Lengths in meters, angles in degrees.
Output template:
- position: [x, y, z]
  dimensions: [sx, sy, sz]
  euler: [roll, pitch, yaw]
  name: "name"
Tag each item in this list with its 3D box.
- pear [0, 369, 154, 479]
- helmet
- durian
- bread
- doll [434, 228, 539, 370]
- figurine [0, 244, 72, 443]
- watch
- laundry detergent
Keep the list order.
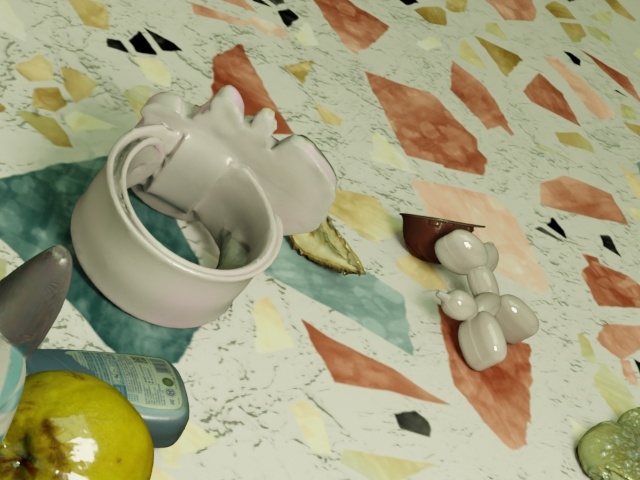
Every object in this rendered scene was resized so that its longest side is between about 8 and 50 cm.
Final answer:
- position: [-0.216, 0.183, 1.260]
  dimensions: [0.149, 0.149, 0.162]
  euler: [53, 16, 25]
  name: "pear"
- position: [0.148, 0.001, 1.879]
  dimensions: [0.111, 0.057, 0.089]
  euler: [9, -3, -28]
  name: "helmet"
- position: [0.007, -0.005, 1.765]
  dimensions: [0.130, 0.066, 0.052]
  euler: [51, 37, 9]
  name: "durian"
- position: [0.437, 0.288, 1.776]
  dimensions: [0.286, 0.056, 0.207]
  euler: [37, 35, 2]
  name: "bread"
- position: [0.191, 0.062, 1.811]
  dimensions: [0.160, 0.059, 0.161]
  euler: [58, 37, 1]
  name: "doll"
- position: [-0.353, 0.113, 1.031]
  dimensions: [0.266, 0.377, 0.361]
  euler: [29, 33, -8]
  name: "figurine"
- position: [-0.119, -0.027, 1.584]
  dimensions: [0.244, 0.196, 0.231]
  euler: [30, 40, -12]
  name: "watch"
- position: [-0.226, 0.138, 1.389]
  dimensions: [0.206, 0.061, 0.096]
  euler: [12, 42, -30]
  name: "laundry detergent"
